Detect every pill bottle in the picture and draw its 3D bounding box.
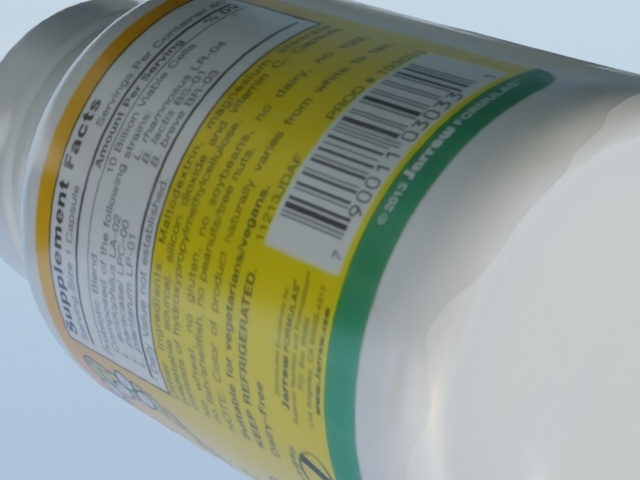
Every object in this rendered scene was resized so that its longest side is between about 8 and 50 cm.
[{"bbox_3d":[0.000,0.000,0.454,0.117,0.117,0.208,-7,-161,-38],"label":"pill bottle"}]
